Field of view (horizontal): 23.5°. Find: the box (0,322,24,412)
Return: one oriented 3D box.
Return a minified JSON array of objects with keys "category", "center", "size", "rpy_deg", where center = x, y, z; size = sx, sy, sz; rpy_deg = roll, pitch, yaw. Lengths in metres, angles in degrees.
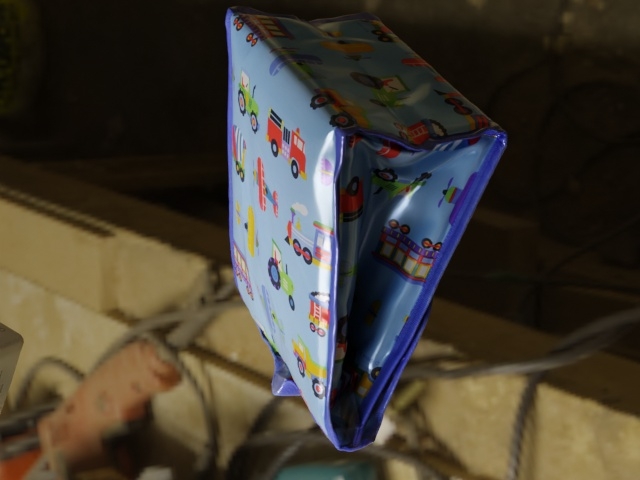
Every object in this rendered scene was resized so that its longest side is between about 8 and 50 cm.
[{"category":"box","center":[-0.240,-0.015,0.472],"size":[0.324,0.067,0.063],"rpy_deg":[29,112,17]}]

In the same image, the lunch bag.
[{"category":"lunch bag","center":[0.000,0.000,1.171],"size":[0.221,0.138,0.293],"rpy_deg":[52,135,51]}]
